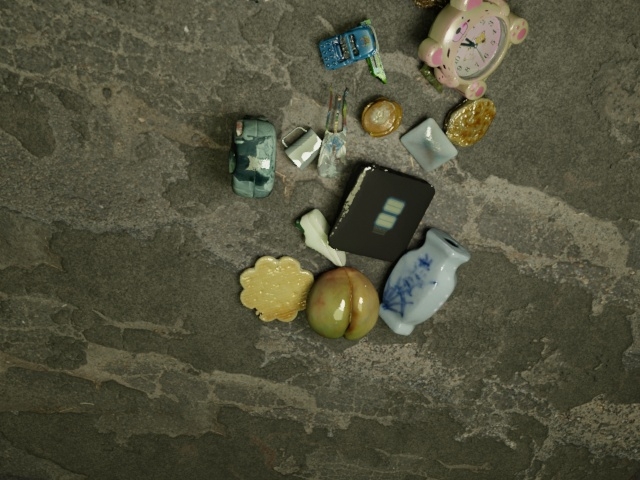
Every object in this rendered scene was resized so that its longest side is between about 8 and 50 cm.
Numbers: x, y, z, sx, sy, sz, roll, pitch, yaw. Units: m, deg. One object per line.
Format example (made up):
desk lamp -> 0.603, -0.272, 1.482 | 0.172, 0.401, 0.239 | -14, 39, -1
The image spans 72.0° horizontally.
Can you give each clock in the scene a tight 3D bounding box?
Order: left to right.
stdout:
clock -> 0.468, -0.613, 1.371 | 0.310, 0.114, 0.283 | 9, 127, -40

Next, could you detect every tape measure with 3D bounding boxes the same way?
tape measure -> -0.226, -0.271, 1.454 | 0.147, 0.275, 0.256 | 2, 117, -10

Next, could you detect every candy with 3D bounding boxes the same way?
candy -> 0.387, -0.336, 1.570 | 0.138, 0.071, 0.174 | -32, 114, 33

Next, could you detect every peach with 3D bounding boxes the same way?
peach -> 0.086, 0.244, 1.709 | 0.293, 0.247, 0.291 | 0, 87, -6

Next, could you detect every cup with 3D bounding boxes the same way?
cup -> -0.065, -0.330, 1.533 | 0.129, 0.095, 0.128 | -41, 108, 9

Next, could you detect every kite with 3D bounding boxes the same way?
kite -> 0.046, -0.363, 1.511 | 0.015, 0.169, 0.309 | 17, 115, 36

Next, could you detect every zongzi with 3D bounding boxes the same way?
zongzi -> 0.413, -0.599, 1.493 | 0.131, 0.062, 0.154 | 28, 92, -38

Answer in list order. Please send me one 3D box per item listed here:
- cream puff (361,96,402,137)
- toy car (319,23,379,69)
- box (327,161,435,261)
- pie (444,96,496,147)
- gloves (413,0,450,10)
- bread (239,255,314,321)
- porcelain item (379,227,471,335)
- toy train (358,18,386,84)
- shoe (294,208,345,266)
cream puff -> 0.212, -0.420, 1.507 | 0.144, 0.103, 0.126 | -30, 90, 24
toy car -> 0.084, -0.611, 1.401 | 0.191, 0.100, 0.097 | -12, 111, 22
box -> 0.220, -0.095, 1.617 | 0.360, 0.091, 0.350 | 12, 113, -28
pie -> 0.525, -0.417, 1.553 | 0.194, 0.079, 0.163 | -29, 117, 5
gloves -> 0.383, -0.788, 1.341 | 0.313, 0.135, 0.210 | 10, 150, -34
bread -> -0.177, 0.192, 1.764 | 0.317, 0.054, 0.315 | -1, 114, -3
porcelain item -> 0.389, 0.165, 1.699 | 0.179, 0.242, 0.405 | 4, 124, -44
toy train -> 0.170, -0.615, 1.456 | 0.042, 0.044, 0.209 | -19, 113, 3
shoe -> 0.000, 0.000, 1.687 | 0.110, 0.095, 0.264 | -18, 118, 23
